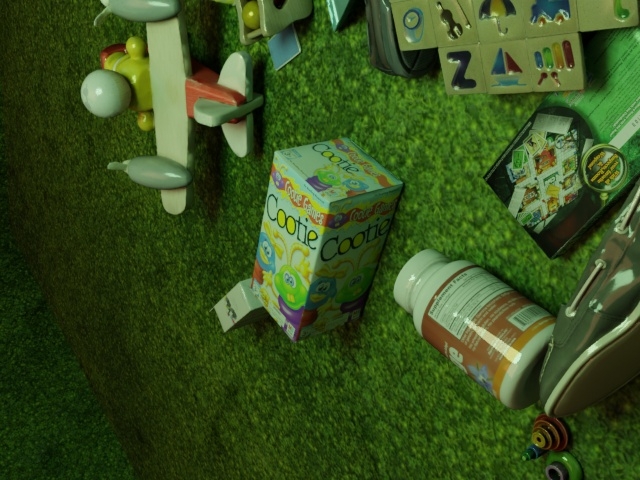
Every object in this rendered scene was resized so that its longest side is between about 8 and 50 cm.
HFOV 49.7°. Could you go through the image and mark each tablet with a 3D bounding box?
[{"bbox_3d":[-0.061,-0.325,1.159,0.083,0.006,0.054,-19,87,55],"label":"tablet"}]

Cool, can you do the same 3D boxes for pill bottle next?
[{"bbox_3d":[0.196,0.101,0.869,0.216,0.121,0.121,39,132,41],"label":"pill bottle"}]

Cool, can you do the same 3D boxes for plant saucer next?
[{"bbox_3d":[0.029,-0.342,0.942,0.192,0.018,0.067,-165,62,-83],"label":"plant saucer"}]

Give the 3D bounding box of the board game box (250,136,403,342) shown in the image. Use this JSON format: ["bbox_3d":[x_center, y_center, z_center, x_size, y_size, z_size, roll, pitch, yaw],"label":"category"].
[{"bbox_3d":[0.000,0.000,1.083,0.144,0.142,0.275,45,136,35],"label":"board game box"}]

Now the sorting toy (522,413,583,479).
[{"bbox_3d":[0.289,0.272,0.877,0.061,0.042,0.101,-15,91,56],"label":"sorting toy"}]

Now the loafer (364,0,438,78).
[{"bbox_3d":[0.082,-0.356,0.865,0.095,0.109,0.302,20,122,54],"label":"loafer"}]

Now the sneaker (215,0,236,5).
[{"bbox_3d":[-0.193,-0.500,1.196,0.081,0.094,0.208,-44,66,54],"label":"sneaker"}]

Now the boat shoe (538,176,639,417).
[{"bbox_3d":[0.315,0.048,0.708,0.095,0.112,0.335,-115,37,-44],"label":"boat shoe"}]

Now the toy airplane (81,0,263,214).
[{"bbox_3d":[-0.293,-0.272,1.269,0.384,0.273,0.386,-33,78,55],"label":"toy airplane"}]

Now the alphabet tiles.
[{"bbox_3d":[0.164,-0.313,0.683,0.285,0.011,0.342,10,123,48],"label":"alphabet tiles"}]

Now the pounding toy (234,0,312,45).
[{"bbox_3d":[-0.089,-0.440,1.022,0.155,0.154,0.269,3,106,54],"label":"pounding toy"}]

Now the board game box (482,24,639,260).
[{"bbox_3d":[0.287,-0.107,0.741,0.136,0.030,0.259,59,143,24],"label":"board game box"}]

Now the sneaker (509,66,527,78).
[{"bbox_3d":[0.244,-0.210,0.730,0.152,0.058,0.084,-4,94,59],"label":"sneaker"}]

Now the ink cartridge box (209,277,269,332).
[{"bbox_3d":[-0.137,0.125,1.359,0.181,0.104,0.061,-41,69,54],"label":"ink cartridge box"}]
